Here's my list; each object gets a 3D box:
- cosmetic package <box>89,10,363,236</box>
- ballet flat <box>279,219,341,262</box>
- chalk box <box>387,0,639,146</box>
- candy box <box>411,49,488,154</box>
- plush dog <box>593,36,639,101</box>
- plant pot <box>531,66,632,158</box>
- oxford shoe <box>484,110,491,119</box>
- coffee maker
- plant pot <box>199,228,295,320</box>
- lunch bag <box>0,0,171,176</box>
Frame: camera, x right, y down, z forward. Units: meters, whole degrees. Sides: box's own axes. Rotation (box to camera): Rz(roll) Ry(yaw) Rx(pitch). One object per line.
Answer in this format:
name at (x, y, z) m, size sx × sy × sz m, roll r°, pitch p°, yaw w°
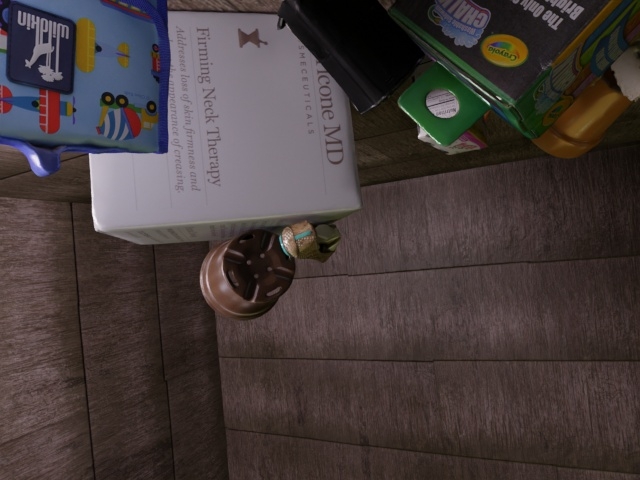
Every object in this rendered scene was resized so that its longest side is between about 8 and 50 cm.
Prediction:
cosmetic package at (-0.171, -0.176, 0.787) m, size 0.393 × 0.329 × 0.327 m, roll -6°, pitch 176°, yaw -13°
ballet flat at (0.000, 0.000, 0.741) m, size 0.067 × 0.073 × 0.206 m, roll -24°, pitch 175°, yaw 16°
chalk box at (0.212, -0.235, 0.458) m, size 0.289 × 0.180 × 0.179 m, roll -49°, pitch 156°, yaw 25°
candy box at (0.198, -0.264, 0.665) m, size 0.071 × 0.233 × 0.159 m, roll -6°, pitch 178°, yaw 32°
plush dog at (0.515, -0.346, 0.650) m, size 0.225 × 0.211 × 0.262 m, roll -19°, pitch -153°, yaw -4°
plant pot at (0.598, -0.322, 0.969) m, size 0.205 × 0.205 × 0.188 m, roll -5°, pitch 162°, yaw -14°
oxford shoe at (0.343, -0.342, 1.017) m, size 0.132 × 0.130 × 0.363 m, roll 27°, pitch -168°, yaw 10°
coffee maker at (0.038, -0.263, 0.560) m, size 0.120 × 0.178 × 0.171 m, roll -43°, pitch -168°, yaw 17°
plant pot at (-0.127, 0.059, 0.777) m, size 0.167 × 0.167 × 0.165 m, roll -5°, pitch 170°, yaw -21°
lunch bag at (-0.260, -0.201, 0.376) m, size 0.138 × 0.293 × 0.221 m, roll -7°, pitch 177°, yaw 44°
